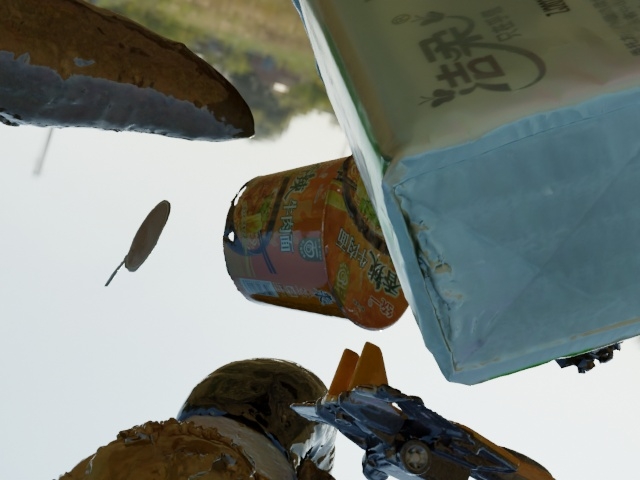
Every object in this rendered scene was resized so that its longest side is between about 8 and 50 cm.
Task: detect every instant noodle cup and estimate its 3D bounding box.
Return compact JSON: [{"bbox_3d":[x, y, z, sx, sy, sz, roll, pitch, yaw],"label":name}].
[{"bbox_3d":[0.000,0.000,1.797,0.182,0.230,0.230,-2,173,37],"label":"instant noodle cup"}]

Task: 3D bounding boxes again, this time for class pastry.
[{"bbox_3d":[-0.223,0.337,1.739,0.255,0.311,0.162,46,-172,-49],"label":"pastry"}]

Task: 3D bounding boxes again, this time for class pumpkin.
[{"bbox_3d":[-0.056,0.288,1.981,0.242,0.325,0.232,21,-134,21],"label":"pumpkin"}]

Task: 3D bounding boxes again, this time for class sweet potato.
[{"bbox_3d":[-0.194,-0.121,0.816,0.341,0.092,0.114,25,158,-35],"label":"sweet potato"}]

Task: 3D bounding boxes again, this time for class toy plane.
[{"bbox_3d":[0.135,0.227,1.440,0.316,0.103,0.204,34,156,-14],"label":"toy plane"}]

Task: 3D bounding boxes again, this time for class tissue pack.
[{"bbox_3d":[0.171,-0.118,0.964,0.332,0.205,0.405,-18,-146,0],"label":"tissue pack"}]

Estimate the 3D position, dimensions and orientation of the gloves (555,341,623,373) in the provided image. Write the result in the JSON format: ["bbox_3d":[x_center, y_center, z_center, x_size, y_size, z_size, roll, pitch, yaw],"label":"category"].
[{"bbox_3d":[0.205,0.008,1.252,0.210,0.135,0.312,28,-151,34],"label":"gloves"}]

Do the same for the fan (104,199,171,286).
[{"bbox_3d":[-0.195,0.009,1.491,0.005,0.133,0.085,29,-143,-23],"label":"fan"}]
